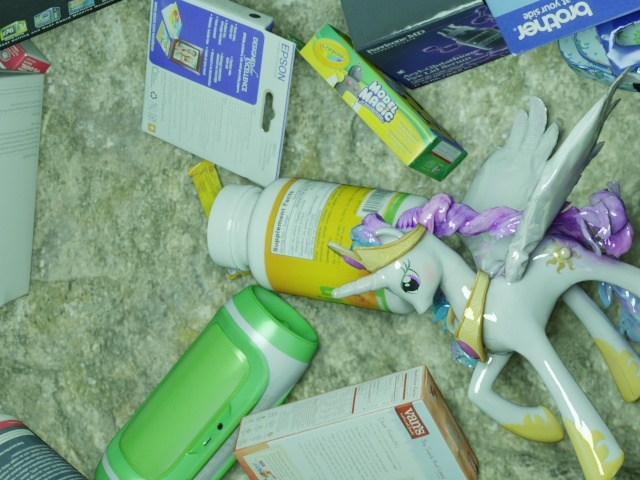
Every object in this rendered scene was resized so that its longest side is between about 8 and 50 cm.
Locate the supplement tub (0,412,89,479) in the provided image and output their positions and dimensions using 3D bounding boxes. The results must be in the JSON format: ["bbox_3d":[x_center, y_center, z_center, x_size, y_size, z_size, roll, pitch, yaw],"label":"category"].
[{"bbox_3d":[-0.350,0.353,1.785,0.272,0.191,0.191,36,98,22],"label":"supplement tub"}]

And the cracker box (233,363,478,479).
[{"bbox_3d":[0.041,0.241,1.660,0.232,0.067,0.156,-17,121,20],"label":"cracker box"}]

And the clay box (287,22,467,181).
[{"bbox_3d":[0.064,-0.167,1.706,0.053,0.127,0.222,-45,71,11],"label":"clay box"}]

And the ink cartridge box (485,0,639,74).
[{"bbox_3d":[0.263,-0.366,1.484,0.270,0.151,0.395,-20,115,26],"label":"ink cartridge box"}]

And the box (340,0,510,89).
[{"bbox_3d":[0.123,-0.259,1.648,0.153,0.207,0.108,-19,77,19],"label":"box"}]

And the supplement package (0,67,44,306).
[{"bbox_3d":[-0.465,-0.069,1.840,0.175,0.177,0.293,8,100,12],"label":"supplement package"}]

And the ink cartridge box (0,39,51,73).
[{"bbox_3d":[-0.447,-0.217,1.954,0.150,0.063,0.109,-47,70,11],"label":"ink cartridge box"}]

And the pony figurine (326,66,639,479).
[{"bbox_3d":[0.228,0.023,1.540,0.363,0.303,0.351,42,75,-4],"label":"pony figurine"}]

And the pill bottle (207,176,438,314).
[{"bbox_3d":[0.000,0.000,1.708,0.245,0.136,0.136,9,88,23],"label":"pill bottle"}]

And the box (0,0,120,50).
[{"bbox_3d":[-0.276,-0.370,1.684,0.395,0.318,0.097,-24,73,-15],"label":"box"}]

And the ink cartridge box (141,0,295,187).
[{"bbox_3d":[-0.116,-0.186,1.774,0.208,0.045,0.206,26,127,23],"label":"ink cartridge box"}]

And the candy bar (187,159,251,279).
[{"bbox_3d":[-0.123,-0.027,1.826,0.040,0.018,0.161,-27,75,20],"label":"candy bar"}]

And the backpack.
[{"bbox_3d":[0.320,-0.226,1.631,0.114,0.084,0.105,18,88,27],"label":"backpack"}]

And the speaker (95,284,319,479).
[{"bbox_3d":[-0.134,0.197,1.749,0.131,0.131,0.296,44,101,20],"label":"speaker"}]
